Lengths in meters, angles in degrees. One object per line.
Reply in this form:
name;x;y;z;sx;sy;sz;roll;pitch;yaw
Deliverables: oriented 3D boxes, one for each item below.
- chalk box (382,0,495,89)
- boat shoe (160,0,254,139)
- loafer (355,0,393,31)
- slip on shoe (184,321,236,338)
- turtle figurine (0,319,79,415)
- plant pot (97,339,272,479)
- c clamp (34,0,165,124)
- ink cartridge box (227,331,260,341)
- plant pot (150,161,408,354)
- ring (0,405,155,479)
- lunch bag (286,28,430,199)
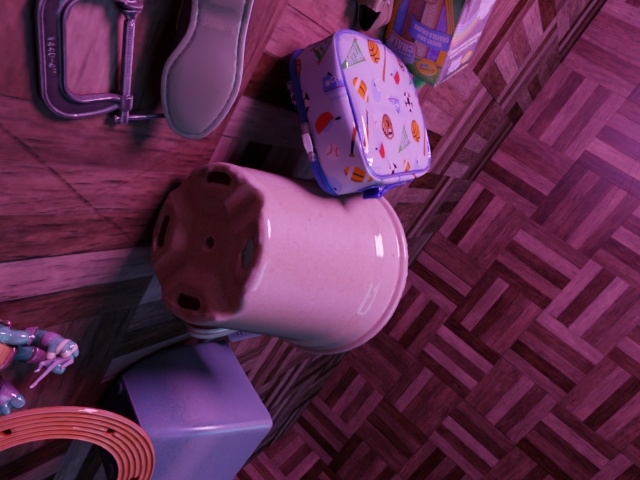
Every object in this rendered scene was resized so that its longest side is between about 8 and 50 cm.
chalk box;0.206;-0.379;0.834;0.132;0.132;0.213;-39;158;-31
boat shoe;-0.117;-0.220;0.502;0.068;0.081;0.227;-98;-151;-51
loafer;0.084;-0.373;0.689;0.050;0.056;0.148;-52;161;-15
slip on shoe;-0.147;0.097;0.990;0.331;0.123;0.101;-31;121;-31
turtle figurine;-0.382;0.146;0.539;0.175;0.118;0.234;-25;167;-21
plant pot;-0.303;0.372;0.944;0.252;0.248;0.247;17;113;-49
c clamp;-0.212;-0.181;0.460;0.137;0.022;0.160;-27;152;-37
ink cartridge box;-0.079;0.140;1.071;0.223;0.045;0.224;-18;-167;26
plant pot;-0.075;0.023;0.733;0.333;0.334;0.305;-55;149;14
ring;-0.441;0.380;0.730;0.337;0.032;0.336;-12;124;-18
lunch bag;0.073;-0.187;0.738;0.115;0.243;0.303;-11;-176;34
